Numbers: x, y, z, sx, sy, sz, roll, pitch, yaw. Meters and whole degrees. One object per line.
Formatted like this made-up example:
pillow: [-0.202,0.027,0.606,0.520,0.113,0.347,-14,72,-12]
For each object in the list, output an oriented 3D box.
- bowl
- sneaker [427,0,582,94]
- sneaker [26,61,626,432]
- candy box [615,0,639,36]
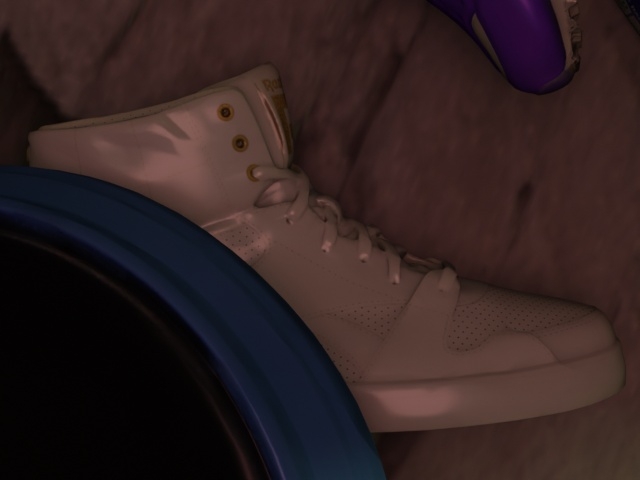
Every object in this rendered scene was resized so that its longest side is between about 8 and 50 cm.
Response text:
bowl: [-0.157,0.160,0.781,0.391,0.077,0.391,0,89,20]
sneaker: [0.006,-0.176,0.838,0.146,0.102,0.293,-32,88,4]
sneaker: [0.000,0.000,0.834,0.292,0.108,0.169,0,95,0]
candy box: [0.258,-0.049,0.733,0.122,0.317,0.268,-35,92,0]
